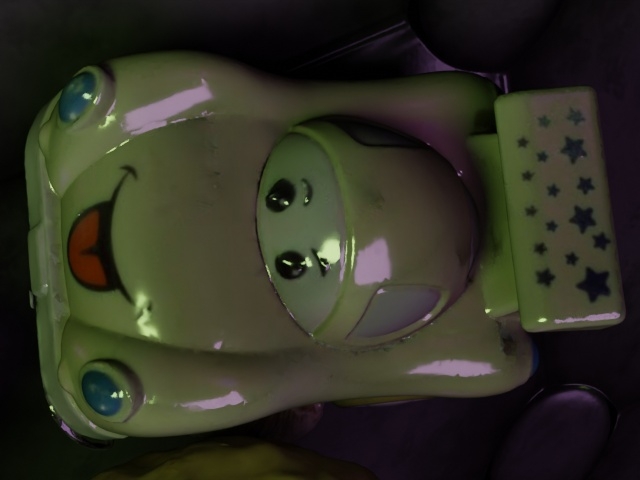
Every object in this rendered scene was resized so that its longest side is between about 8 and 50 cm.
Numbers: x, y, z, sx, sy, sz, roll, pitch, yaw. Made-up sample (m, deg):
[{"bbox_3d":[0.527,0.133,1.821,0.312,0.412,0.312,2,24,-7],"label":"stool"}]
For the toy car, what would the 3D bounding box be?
[{"bbox_3d":[0.000,0.000,0.943,0.336,0.226,0.242,-1,82,-31],"label":"toy car"}]

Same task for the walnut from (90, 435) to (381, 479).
[{"bbox_3d":[-0.042,0.305,0.936,0.384,0.383,0.383,-15,124,-24],"label":"walnut"}]

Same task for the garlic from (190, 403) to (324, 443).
[{"bbox_3d":[-0.052,0.086,1.096,0.159,0.102,0.147,-29,115,-29],"label":"garlic"}]
